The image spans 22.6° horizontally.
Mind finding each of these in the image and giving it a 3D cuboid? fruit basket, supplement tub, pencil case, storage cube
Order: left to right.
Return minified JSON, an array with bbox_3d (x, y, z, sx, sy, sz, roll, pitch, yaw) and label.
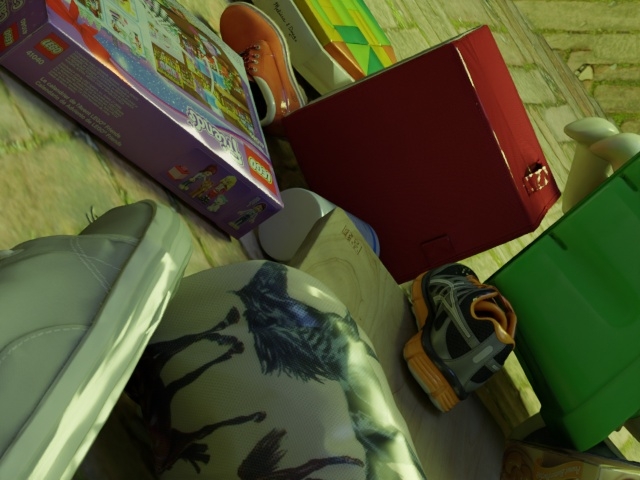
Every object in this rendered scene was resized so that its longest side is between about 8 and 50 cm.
[{"bbox_3d":[-0.007,0.204,0.954,0.160,0.183,0.410,11,45,-40],"label":"pencil case"},{"bbox_3d":[0.000,0.000,1.447,0.107,0.071,0.071,26,35,-54],"label":"supplement tub"},{"bbox_3d":[0.100,-0.080,1.560,0.193,0.215,0.183,66,20,-6],"label":"storage cube"},{"bbox_3d":[0.373,0.085,1.460,0.392,0.392,0.283,58,-1,4],"label":"fruit basket"}]

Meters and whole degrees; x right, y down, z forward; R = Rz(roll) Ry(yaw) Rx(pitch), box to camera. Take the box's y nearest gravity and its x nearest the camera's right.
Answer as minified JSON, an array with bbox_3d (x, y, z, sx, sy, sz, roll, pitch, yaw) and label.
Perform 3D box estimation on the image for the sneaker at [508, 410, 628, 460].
[{"bbox_3d":[0.330,0.317,1.664,0.350,0.131,0.148,35,25,-26],"label":"sneaker"}]

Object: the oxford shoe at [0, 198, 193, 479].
[{"bbox_3d":[-0.170,0.067,0.816,0.130,0.169,0.449,32,22,-4],"label":"oxford shoe"}]

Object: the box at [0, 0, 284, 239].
[{"bbox_3d":[-0.155,-0.150,1.329,0.293,0.057,0.201,39,25,-42],"label":"box"}]

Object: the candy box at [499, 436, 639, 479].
[{"bbox_3d":[0.322,0.255,1.470,0.316,0.087,0.183,14,-5,-25],"label":"candy box"}]

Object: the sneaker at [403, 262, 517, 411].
[{"bbox_3d":[0.127,0.070,1.350,0.084,0.083,0.215,50,18,-14],"label":"sneaker"}]

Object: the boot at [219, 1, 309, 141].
[{"bbox_3d":[-0.067,-0.174,1.591,0.084,0.059,0.158,5,55,-61],"label":"boot"}]

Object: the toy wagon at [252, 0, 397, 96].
[{"bbox_3d":[0.009,-0.259,1.892,0.267,0.068,0.344,58,19,5],"label":"toy wagon"}]

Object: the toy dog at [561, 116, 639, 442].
[{"bbox_3d":[0.405,0.017,1.689,0.395,0.408,0.284,36,2,1],"label":"toy dog"}]

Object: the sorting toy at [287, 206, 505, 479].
[{"bbox_3d":[0.033,0.131,1.285,0.255,0.089,0.257,54,18,-8],"label":"sorting toy"}]
